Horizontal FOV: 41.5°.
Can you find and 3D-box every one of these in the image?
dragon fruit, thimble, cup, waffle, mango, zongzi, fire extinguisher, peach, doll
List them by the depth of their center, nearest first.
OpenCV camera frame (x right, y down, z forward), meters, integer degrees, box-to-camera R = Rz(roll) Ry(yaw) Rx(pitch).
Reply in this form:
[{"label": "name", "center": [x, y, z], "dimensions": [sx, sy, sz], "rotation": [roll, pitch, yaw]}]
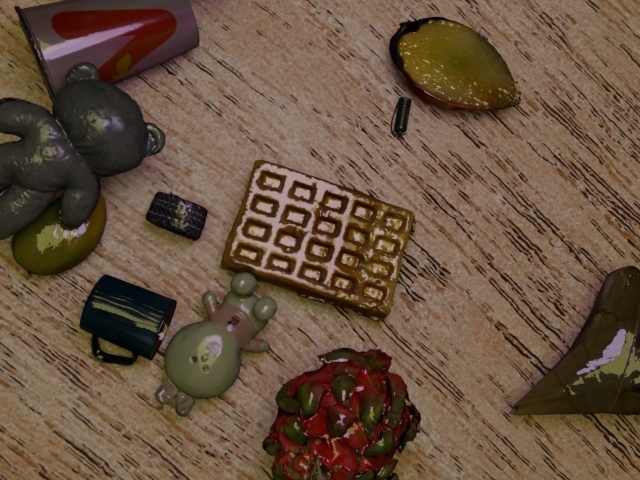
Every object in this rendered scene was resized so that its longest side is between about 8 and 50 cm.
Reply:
[{"label": "dragon fruit", "center": [0.037, 0.311, 1.444], "dimensions": [0.231, 0.237, 0.303], "rotation": [41, 51, 10]}, {"label": "doll", "center": [-0.455, -0.150, 1.447], "dimensions": [0.340, 0.158, 0.245], "rotation": [-37, 104, 4]}, {"label": "cup", "center": [-0.348, 0.149, 1.492], "dimensions": [0.138, 0.113, 0.150], "rotation": [23, 78, -1]}, {"label": "doll", "center": [-0.182, 0.187, 1.512], "dimensions": [0.155, 0.113, 0.275], "rotation": [37, 87, -2]}, {"label": "mango", "center": [-0.463, -0.014, 1.517], "dimensions": [0.191, 0.085, 0.122], "rotation": [-36, 83, -9]}, {"label": "cup", "center": [-0.379, -0.371, 1.538], "dimensions": [0.289, 0.203, 0.203], "rotation": [-23, 85, -16]}, {"label": "thimble", "center": [-0.261, -0.045, 1.539], "dimensions": [0.104, 0.095, 0.066], "rotation": [23, 82, -17]}, {"label": "waffle", "center": [0.000, 0.000, 1.562], "dimensions": [0.328, 0.098, 0.224], "rotation": [18, 82, -2]}, {"label": "zongzi", "center": [0.492, 0.188, 1.568], "dimensions": [0.300, 0.145, 0.273], "rotation": [-2, 78, 0]}, {"label": "fire extinguisher", "center": [0.157, -0.237, 1.650], "dimensions": [0.038, 0.025, 0.083], "rotation": [3, 79, 32]}, {"label": "peach", "center": [0.262, -0.331, 1.654], "dimensions": [0.279, 0.068, 0.189], "rotation": [34, 72, 1]}]

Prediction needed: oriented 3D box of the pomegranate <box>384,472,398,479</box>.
[{"label": "pomegranate", "center": [0.094, 0.516, 1.467], "dimensions": [0.211, 0.179, 0.179], "rotation": [-28, 85, -41]}]
